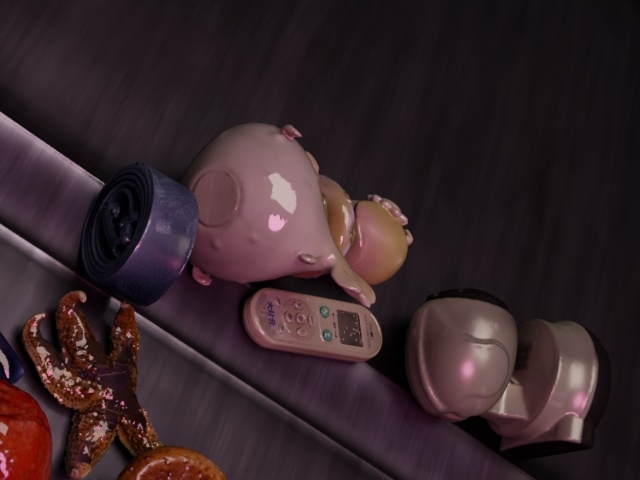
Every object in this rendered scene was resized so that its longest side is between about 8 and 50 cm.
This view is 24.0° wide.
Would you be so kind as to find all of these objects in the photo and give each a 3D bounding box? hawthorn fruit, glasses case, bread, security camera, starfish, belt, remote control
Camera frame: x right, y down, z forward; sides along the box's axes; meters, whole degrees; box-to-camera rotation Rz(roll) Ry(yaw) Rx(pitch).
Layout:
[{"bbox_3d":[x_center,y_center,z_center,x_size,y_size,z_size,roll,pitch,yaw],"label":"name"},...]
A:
[{"bbox_3d":[-0.352,0.203,1.424,0.205,0.253,0.205,12,51,-15],"label":"hawthorn fruit"},{"bbox_3d":[-0.353,0.119,1.638,0.033,0.023,0.083,-37,95,-45],"label":"glasses case"},{"bbox_3d":[-0.174,0.313,1.633,0.193,0.064,0.193,-6,100,-37],"label":"bread"},{"bbox_3d":[0.237,0.173,2.055,0.277,0.197,0.191,20,69,-24],"label":"security camera"},{"bbox_3d":[-0.246,0.175,1.683,0.238,0.071,0.216,46,49,-3],"label":"starfish"},{"bbox_3d":[-0.209,-0.010,1.749,0.082,0.141,0.190,32,17,-30],"label":"belt"},{"bbox_3d":[-0.011,0.112,1.950,0.221,0.042,0.078,13,59,-40],"label":"remote control"}]

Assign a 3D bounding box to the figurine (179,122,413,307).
[{"bbox_3d":[0.000,0.000,1.914,0.274,0.226,0.394,48,18,32],"label":"figurine"}]
